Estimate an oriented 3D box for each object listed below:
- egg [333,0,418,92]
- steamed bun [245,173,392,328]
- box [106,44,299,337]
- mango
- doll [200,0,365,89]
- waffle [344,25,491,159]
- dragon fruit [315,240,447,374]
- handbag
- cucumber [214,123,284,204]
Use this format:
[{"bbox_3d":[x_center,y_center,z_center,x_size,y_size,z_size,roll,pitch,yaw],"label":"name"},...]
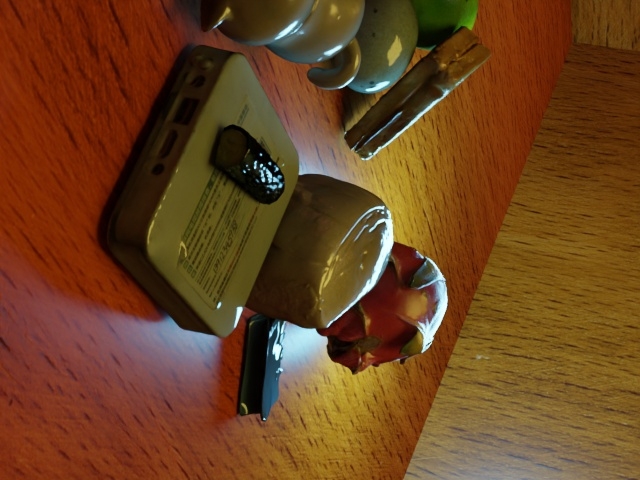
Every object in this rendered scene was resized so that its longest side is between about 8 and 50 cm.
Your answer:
[{"bbox_3d":[0.118,-0.422,2.354,0.236,0.169,0.169,-64,155,-16],"label":"egg"},{"bbox_3d":[0.002,-0.005,2.202,0.383,0.247,0.236,-40,139,-55],"label":"steamed bun"},{"bbox_3d":[-0.186,-0.076,1.902,0.396,0.111,0.396,61,46,-57],"label":"box"},{"bbox_3d":[0.218,-0.574,2.458,0.382,0.225,0.201,55,34,-49],"label":"mango"},{"bbox_3d":[-0.061,-0.414,1.886,0.370,0.215,0.226,18,44,-59],"label":"doll"},{"bbox_3d":[0.210,-0.322,2.474,0.328,0.098,0.224,-42,179,40],"label":"waffle"},{"bbox_3d":[0.126,0.167,2.529,0.226,0.305,0.305,-47,143,-58],"label":"dragon fruit"},{"bbox_3d":[-0.113,0.253,2.333,0.144,0.057,0.221,-37,134,-67],"label":"handbag"},{"bbox_3d":[-0.102,-0.119,1.856,0.211,0.062,0.078,37,65,-63],"label":"cucumber"}]
